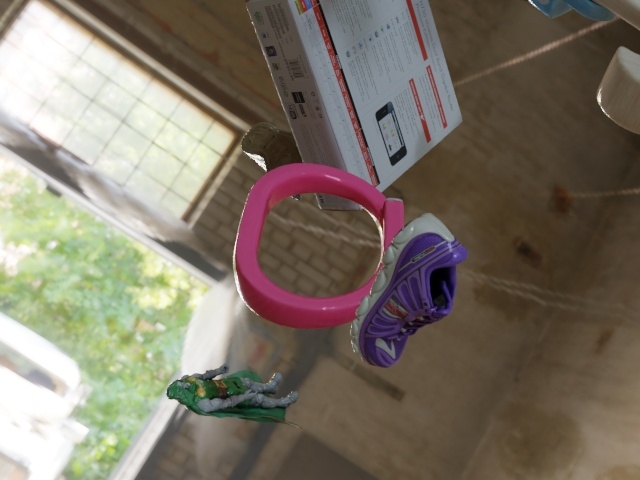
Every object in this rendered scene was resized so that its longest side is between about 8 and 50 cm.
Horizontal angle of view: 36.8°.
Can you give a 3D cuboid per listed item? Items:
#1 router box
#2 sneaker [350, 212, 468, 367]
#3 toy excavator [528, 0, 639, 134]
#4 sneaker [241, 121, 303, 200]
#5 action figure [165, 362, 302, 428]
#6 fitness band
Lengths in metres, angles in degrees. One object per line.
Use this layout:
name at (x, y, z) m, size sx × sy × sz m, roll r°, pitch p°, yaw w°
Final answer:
router box at (0.065, -0.260, 1.445) m, size 0.082 × 0.301 × 0.335 m, roll 3°, pitch -58°, yaw 42°
sneaker at (0.079, 0.058, 0.842) m, size 0.071 × 0.068 × 0.170 m, roll 41°, pitch -45°, yaw 25°
toy excavator at (0.455, -0.380, 1.412) m, size 0.445 × 0.433 × 0.222 m, roll 43°, pitch -34°, yaw 25°
sneaker at (-0.041, -0.133, 1.857) m, size 0.153 × 0.099 × 0.282 m, roll 42°, pitch 0°, yaw -33°
action figure at (-0.136, 0.227, 1.432) m, size 0.232 × 0.063 × 0.137 m, roll 10°, pitch 22°, yaw -48°
fitness band at (0.000, 0.000, 1.213) m, size 0.209 × 0.291 × 0.054 m, roll 8°, pitch -50°, yaw 0°
